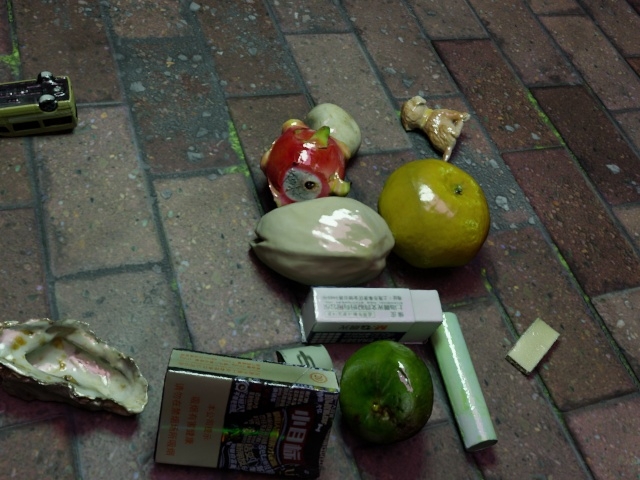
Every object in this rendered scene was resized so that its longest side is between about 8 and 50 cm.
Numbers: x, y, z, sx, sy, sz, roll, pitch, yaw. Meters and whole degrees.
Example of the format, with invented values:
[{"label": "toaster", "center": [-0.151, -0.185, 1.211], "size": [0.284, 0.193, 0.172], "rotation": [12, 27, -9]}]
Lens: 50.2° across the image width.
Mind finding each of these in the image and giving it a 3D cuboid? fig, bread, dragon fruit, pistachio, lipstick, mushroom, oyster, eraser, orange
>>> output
[{"label": "fig", "center": [0.156, 0.300, 1.380], "size": [0.235, 0.203, 0.203], "rotation": [5, 44, -56]}, {"label": "bread", "center": [0.495, 0.246, 1.595], "size": [0.068, 0.028, 0.153], "rotation": [41, 55, 15]}, {"label": "dragon fruit", "center": [-0.032, -0.171, 1.641], "size": [0.224, 0.224, 0.227], "rotation": [20, 37, -1]}, {"label": "pistachio", "center": [0.000, 0.000, 1.529], "size": [0.331, 0.208, 0.226], "rotation": [1, 21, 7]}, {"label": "lipstick", "center": [0.301, 0.295, 1.473], "size": [0.076, 0.076, 0.304], "rotation": [-2, 55, -18]}, {"label": "mushroom", "center": [0.030, -0.277, 1.789], "size": [0.166, 0.127, 0.166], "rotation": [25, 45, -28]}, {"label": "oyster", "center": [-0.488, 0.234, 1.268], "size": [0.341, 0.110, 0.166], "rotation": [8, 58, -14]}, {"label": "eraser", "center": [0.107, 0.165, 1.479], "size": [0.287, 0.130, 0.086], "rotation": [3, 56, -16]}, {"label": "orange", "center": [0.265, -0.059, 1.629], "size": [0.279, 0.235, 0.279], "rotation": [18, 48, -21]}]

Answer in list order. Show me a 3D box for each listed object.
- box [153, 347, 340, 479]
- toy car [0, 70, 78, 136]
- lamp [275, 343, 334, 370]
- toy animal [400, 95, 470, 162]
[{"label": "box", "center": [-0.136, 0.317, 1.247], "size": [0.310, 0.198, 0.084], "rotation": [9, 20, -9]}, {"label": "toy car", "center": [-0.704, -0.308, 1.598], "size": [0.256, 0.124, 0.101], "rotation": [-11, 58, -12]}, {"label": "lamp", "center": [-0.081, 0.278, 1.347], "size": [0.214, 0.121, 0.121], "rotation": [-17, 60, -16]}, {"label": "toy animal", "center": [0.299, -0.312, 1.909], "size": [0.185, 0.104, 0.184], "rotation": [28, 59, -1]}]
